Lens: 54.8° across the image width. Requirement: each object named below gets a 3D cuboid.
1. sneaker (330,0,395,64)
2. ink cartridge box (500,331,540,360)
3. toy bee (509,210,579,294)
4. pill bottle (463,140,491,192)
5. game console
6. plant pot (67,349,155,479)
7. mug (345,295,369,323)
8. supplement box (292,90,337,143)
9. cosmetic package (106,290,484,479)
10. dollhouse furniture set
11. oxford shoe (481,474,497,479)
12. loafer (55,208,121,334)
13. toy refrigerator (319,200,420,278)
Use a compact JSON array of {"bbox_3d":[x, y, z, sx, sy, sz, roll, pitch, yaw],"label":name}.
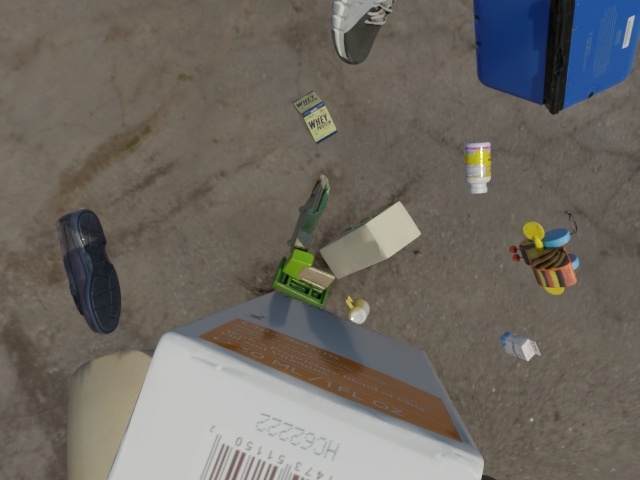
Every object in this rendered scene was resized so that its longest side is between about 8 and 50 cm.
[{"bbox_3d":[0.092,-0.325,0.794,0.132,0.228,0.086,23,41,22],"label":"sneaker"},{"bbox_3d":[0.462,0.247,1.431,0.028,0.048,0.083,-39,26,-20],"label":"ink cartridge box"},{"bbox_3d":[0.555,0.043,1.537,0.162,0.298,0.195,-17,87,29],"label":"toy bee"},{"bbox_3d":[0.261,-0.122,1.027,0.043,0.043,0.083,-1,103,14],"label":"pill bottle"},{"bbox_3d":[0.442,-0.401,1.159,0.250,0.293,0.173,-25,57,1],"label":"game console"},{"bbox_3d":[-0.240,0.333,0.853,0.257,0.256,0.274,-11,51,11],"label":"plant pot"},{"bbox_3d":[0.093,0.192,1.660,0.078,0.064,0.062,23,104,1],"label":"mug"},{"bbox_3d":[-0.013,-0.278,1.392,0.056,0.083,0.083,-31,37,-1],"label":"supplement box"},{"bbox_3d":[-0.008,0.173,0.610,0.230,0.453,0.161,21,90,4],"label":"cosmetic package"},{"bbox_3d":[0.000,0.000,1.708,0.151,0.197,0.301,24,55,-9],"label":"dollhouse furniture set"},{"bbox_3d":[0.267,0.433,0.925,0.096,0.227,0.083,-34,27,11],"label":"oxford shoe"},{"bbox_3d":[-0.559,0.077,1.480,0.095,0.109,0.302,-7,96,26],"label":"loafer"},{"bbox_3d":[0.100,0.002,1.379,0.102,0.269,0.094,-34,90,-24],"label":"toy refrigerator"}]
